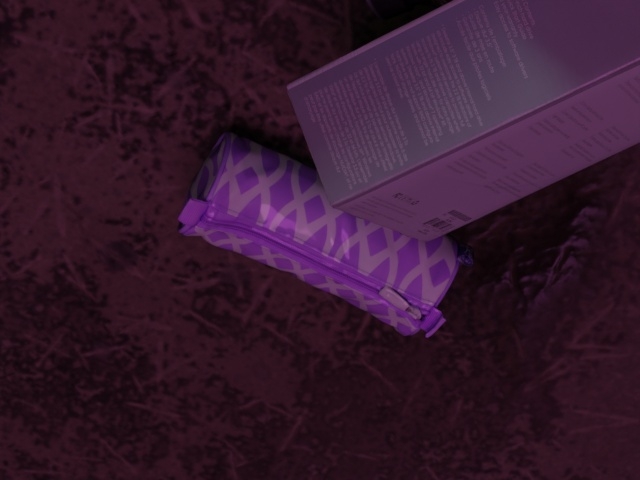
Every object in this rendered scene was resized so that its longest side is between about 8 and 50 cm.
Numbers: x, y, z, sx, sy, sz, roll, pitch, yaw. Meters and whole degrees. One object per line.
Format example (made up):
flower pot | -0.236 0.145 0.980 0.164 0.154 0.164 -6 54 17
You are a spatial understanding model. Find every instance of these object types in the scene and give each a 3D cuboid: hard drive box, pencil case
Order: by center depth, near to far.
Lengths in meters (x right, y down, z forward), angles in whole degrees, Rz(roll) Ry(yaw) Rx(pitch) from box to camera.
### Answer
hard drive box | 0.124 -0.093 1.055 0.232 0.181 0.089 -25 75 17
pencil case | 0.000 0.000 1.180 0.206 0.088 0.086 24 130 -11

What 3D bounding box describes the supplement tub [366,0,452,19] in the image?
supplement tub | 0.114 -0.207 1.032 0.198 0.106 0.106 -21 119 17
